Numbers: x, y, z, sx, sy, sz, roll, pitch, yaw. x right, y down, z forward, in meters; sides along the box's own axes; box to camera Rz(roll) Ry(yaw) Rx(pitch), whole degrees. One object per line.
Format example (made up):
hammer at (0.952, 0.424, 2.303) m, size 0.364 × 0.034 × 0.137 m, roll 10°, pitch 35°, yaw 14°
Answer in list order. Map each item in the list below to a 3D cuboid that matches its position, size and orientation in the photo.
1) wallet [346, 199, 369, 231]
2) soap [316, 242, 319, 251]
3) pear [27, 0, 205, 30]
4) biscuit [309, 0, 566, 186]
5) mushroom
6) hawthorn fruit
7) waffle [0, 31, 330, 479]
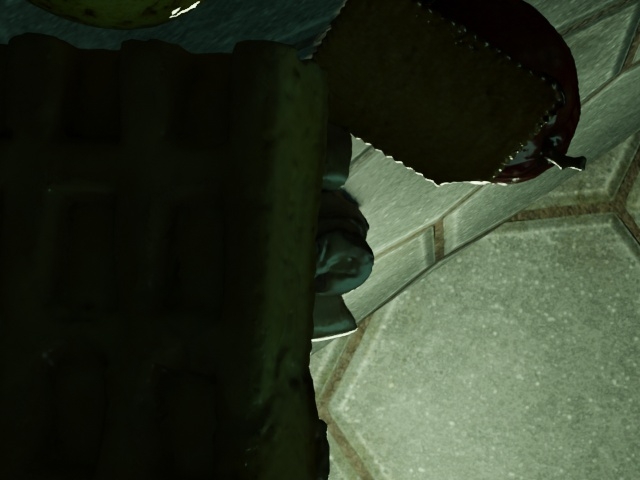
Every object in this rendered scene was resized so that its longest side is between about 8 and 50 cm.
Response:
wallet at (0.000, 0.000, 2.320) m, size 0.149 × 0.044 × 0.250 m, roll -40°, pitch 168°, yaw 4°
soap at (-0.143, 0.043, 1.521) m, size 0.181 × 0.081 × 0.259 m, roll -45°, pitch -160°, yaw -29°
pear at (-0.115, -0.197, 0.855) m, size 0.178 × 0.178 × 0.178 m, roll -33°, pitch 169°, yaw -7°
biscuit at (0.102, -0.146, 1.560) m, size 0.013 × 0.232 × 0.237 m, roll -63°, pitch -174°, yaw -33°
mushroom at (-0.046, 0.002, 1.693) m, size 0.189 × 0.253 × 0.195 m, roll -11°, pitch -156°, yaw -9°
hawthorn fruit at (0.191, -0.150, 1.672) m, size 0.205 × 0.253 × 0.205 m, roll -24°, pitch 145°, yaw -18°
waffle at (-0.164, 0.030, 0.904) m, size 0.348 × 0.304 × 0.077 m, roll 3°, pitch 177°, yaw 18°
